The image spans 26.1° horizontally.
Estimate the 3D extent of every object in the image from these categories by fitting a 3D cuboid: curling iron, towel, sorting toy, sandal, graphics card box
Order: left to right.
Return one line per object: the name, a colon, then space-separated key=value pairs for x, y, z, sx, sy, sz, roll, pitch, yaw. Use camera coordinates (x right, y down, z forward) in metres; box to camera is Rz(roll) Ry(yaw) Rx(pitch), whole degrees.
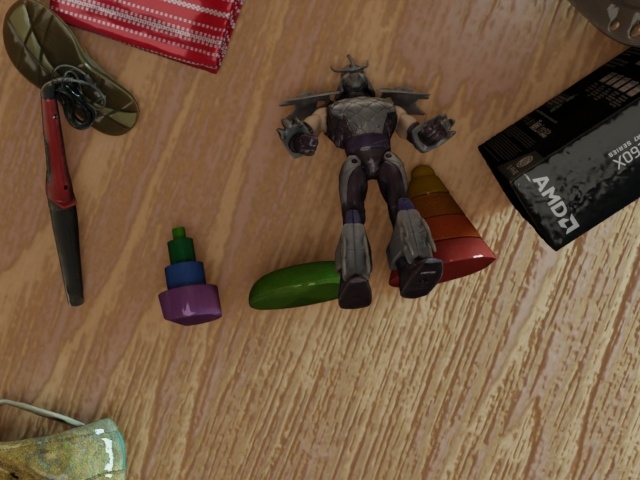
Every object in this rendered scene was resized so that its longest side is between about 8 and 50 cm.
sandal: x=-0.266 y=-0.183 z=1.471 sx=0.072 sy=0.049 sz=0.180 roll=-41 pitch=115 yaw=12
curling iron: x=-0.264 y=-0.053 z=1.478 sx=0.068 sy=0.035 sz=0.274 roll=0 pitch=112 yaw=-10
towel: x=-0.158 y=-0.333 z=1.448 sx=0.199 sy=0.031 sz=0.275 roll=18 pitch=101 yaw=-4
sorting toy: x=0.000 y=0.000 z=1.498 sx=0.365 sy=0.127 sz=0.126 roll=-10 pitch=79 yaw=-1
graphics card box: x=0.348 y=-0.144 z=1.398 sx=0.371 sy=0.233 sz=0.094 roll=-32 pitch=102 yaw=4

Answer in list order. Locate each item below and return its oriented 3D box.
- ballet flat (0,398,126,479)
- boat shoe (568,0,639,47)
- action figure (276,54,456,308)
ballet flat: x=-0.388 y=0.231 z=1.529 sx=0.348 sy=0.123 sz=0.123 roll=3 pitch=102 yaw=-1
boat shoe: x=0.250 y=-0.321 z=1.421 sx=0.123 sy=0.116 sz=0.324 roll=-44 pitch=81 yaw=23
action figure: x=0.054 y=-0.076 z=1.425 sx=0.185 sy=0.099 sz=0.285 roll=-8 pitch=63 yaw=-1
